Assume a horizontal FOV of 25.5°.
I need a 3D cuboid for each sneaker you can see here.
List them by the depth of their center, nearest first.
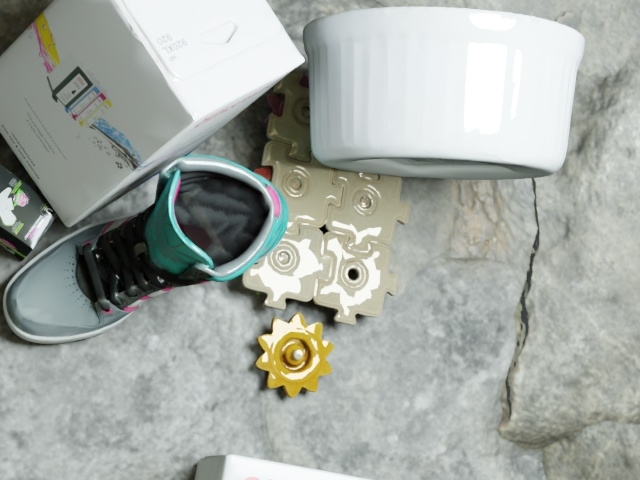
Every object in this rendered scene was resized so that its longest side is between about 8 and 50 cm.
[{"bbox_3d":[-0.160,0.009,1.329,0.295,0.178,0.124,-24,82,-12],"label":"sneaker"}]

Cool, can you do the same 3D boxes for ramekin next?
[{"bbox_3d":[0.117,-0.136,1.389,0.277,0.277,0.135,4,88,-20],"label":"ramekin"}]

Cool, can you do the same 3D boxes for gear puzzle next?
[{"bbox_3d":[0.000,0.000,1.487,0.175,0.044,0.339,13,77,-19],"label":"gear puzzle"}]

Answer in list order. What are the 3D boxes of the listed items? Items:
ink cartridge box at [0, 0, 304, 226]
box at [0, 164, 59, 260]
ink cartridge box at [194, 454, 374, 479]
[{"bbox_3d":[-0.171,-0.157,1.322,0.168,0.232,0.171,56,43,-2],"label":"ink cartridge box"},{"bbox_3d":[-0.302,-0.029,1.363,0.083,0.062,0.052,37,67,-10],"label":"box"},{"bbox_3d":[-0.034,0.353,1.355,0.197,0.114,0.273,13,74,-17],"label":"ink cartridge box"}]
